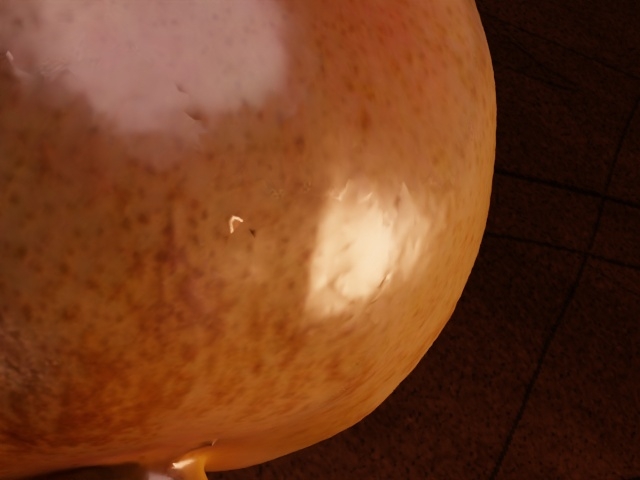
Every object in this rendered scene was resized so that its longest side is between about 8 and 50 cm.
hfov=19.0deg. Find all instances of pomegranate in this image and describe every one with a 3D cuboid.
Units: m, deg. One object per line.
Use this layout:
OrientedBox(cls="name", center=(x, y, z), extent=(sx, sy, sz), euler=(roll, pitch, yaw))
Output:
OrientedBox(cls="pomegranate", center=(-0.088, -0.032, 0.683), extent=(0.319, 0.319, 0.319), euler=(27, 42, -27))
